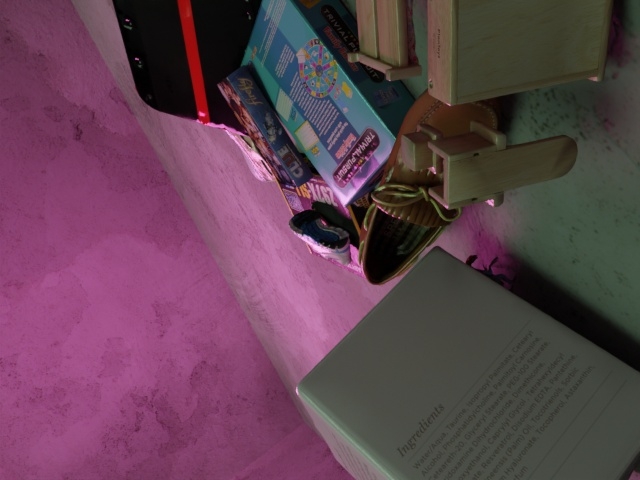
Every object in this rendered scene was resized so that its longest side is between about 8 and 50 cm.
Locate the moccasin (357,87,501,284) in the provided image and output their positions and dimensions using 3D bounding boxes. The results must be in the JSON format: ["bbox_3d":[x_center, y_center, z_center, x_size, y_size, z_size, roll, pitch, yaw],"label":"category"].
[{"bbox_3d":[0.137,-0.067,0.883,0.139,0.147,0.380,23,140,-9],"label":"moccasin"}]

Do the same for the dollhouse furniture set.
[{"bbox_3d":[0.141,-0.247,0.717,0.355,0.173,0.304,-125,26,-58],"label":"dollhouse furniture set"}]

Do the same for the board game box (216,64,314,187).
[{"bbox_3d":[-0.113,-0.219,1.224,0.243,0.042,0.165,57,171,-16],"label":"board game box"}]

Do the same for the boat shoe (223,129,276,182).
[{"bbox_3d":[-0.164,-0.272,1.509,0.094,0.109,0.302,7,139,46],"label":"boat shoe"}]

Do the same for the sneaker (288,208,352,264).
[{"bbox_3d":[0.000,0.000,1.328,0.190,0.071,0.083,37,158,46],"label":"sneaker"}]

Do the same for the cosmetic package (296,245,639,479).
[{"bbox_3d":[0.234,0.292,0.946,0.393,0.327,0.329,36,159,32],"label":"cosmetic package"}]

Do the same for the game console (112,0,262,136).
[{"bbox_3d":[-0.261,-0.398,1.295,0.341,0.060,0.387,16,144,11],"label":"game console"}]

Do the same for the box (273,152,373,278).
[{"bbox_3d":[0.029,-0.058,1.381,0.322,0.079,0.257,23,140,59],"label":"box"}]

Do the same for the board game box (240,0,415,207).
[{"bbox_3d":[0.012,-0.253,1.059,0.336,0.079,0.254,54,154,5],"label":"board game box"}]

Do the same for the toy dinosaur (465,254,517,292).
[{"bbox_3d":[0.269,0.056,0.988,0.082,0.090,0.047,13,135,12],"label":"toy dinosaur"}]
